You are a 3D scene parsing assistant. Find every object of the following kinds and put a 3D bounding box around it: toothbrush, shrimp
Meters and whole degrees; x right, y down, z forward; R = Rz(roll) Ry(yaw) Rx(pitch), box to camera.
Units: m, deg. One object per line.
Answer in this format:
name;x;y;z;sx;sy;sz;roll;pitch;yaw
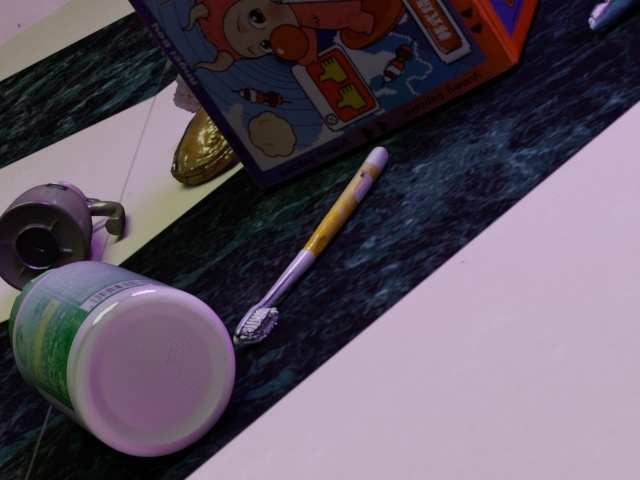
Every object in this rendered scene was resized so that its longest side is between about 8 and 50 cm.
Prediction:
toothbrush;0.000;0.000;1.553;0.024;0.021;0.288;-6;32;36
shrimp;-0.073;-0.161;2.025;0.117;0.066;0.262;19;69;50

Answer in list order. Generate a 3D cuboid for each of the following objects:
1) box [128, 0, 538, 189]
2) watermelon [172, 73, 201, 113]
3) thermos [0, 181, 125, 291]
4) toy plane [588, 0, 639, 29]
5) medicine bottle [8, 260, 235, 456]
box;-0.005;-0.292;1.767;0.318;0.349;0.257;-23;21;27
watermelon;-0.100;-0.204;2.177;0.180;0.081;0.094;-27;-4;-29
thermos;-0.287;-0.016;2.000;0.137;0.105;0.193;-7;14;2
toy plane;0.312;-0.287;1.637;0.246;0.078;0.169;-44;-7;-16
medicine bottle;-0.174;0.087;1.460;0.133;0.133;0.274;-39;19;-14
